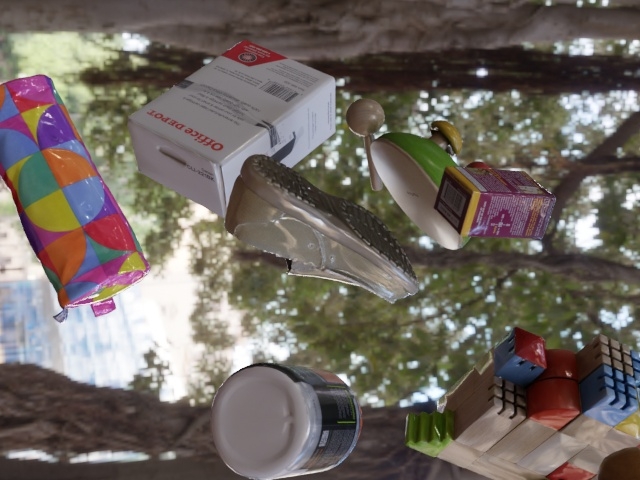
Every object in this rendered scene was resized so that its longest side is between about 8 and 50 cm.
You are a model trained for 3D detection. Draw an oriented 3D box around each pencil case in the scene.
[{"bbox_3d":[-0.255,-0.041,0.899,0.236,0.104,0.104,64,-24,5],"label":"pencil case"}]

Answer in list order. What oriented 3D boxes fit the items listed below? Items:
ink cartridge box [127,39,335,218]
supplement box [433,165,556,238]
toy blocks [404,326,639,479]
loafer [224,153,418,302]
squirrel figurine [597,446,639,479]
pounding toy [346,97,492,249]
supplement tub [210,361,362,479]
[{"bbox_3d":[-0.134,-0.180,1.449,0.197,0.273,0.114,28,-39,28],"label":"ink cartridge box"},{"bbox_3d":[0.148,-0.032,0.793,0.055,0.083,0.043,-124,-138,-56],"label":"supplement box"},{"bbox_3d":[0.342,0.235,1.221,0.261,0.381,0.191,-55,-164,42],"label":"toy blocks"},{"bbox_3d":[0.000,0.000,1.044,0.092,0.268,0.102,-45,-149,21],"label":"loafer"},{"bbox_3d":[0.338,0.361,0.746,0.281,0.370,0.397,53,28,-39],"label":"squirrel figurine"},{"bbox_3d":[0.151,-0.104,1.249,0.237,0.110,0.183,43,-13,43],"label":"pounding toy"},{"bbox_3d":[-0.028,0.193,0.997,0.190,0.117,0.117,26,53,-65],"label":"supplement tub"}]
